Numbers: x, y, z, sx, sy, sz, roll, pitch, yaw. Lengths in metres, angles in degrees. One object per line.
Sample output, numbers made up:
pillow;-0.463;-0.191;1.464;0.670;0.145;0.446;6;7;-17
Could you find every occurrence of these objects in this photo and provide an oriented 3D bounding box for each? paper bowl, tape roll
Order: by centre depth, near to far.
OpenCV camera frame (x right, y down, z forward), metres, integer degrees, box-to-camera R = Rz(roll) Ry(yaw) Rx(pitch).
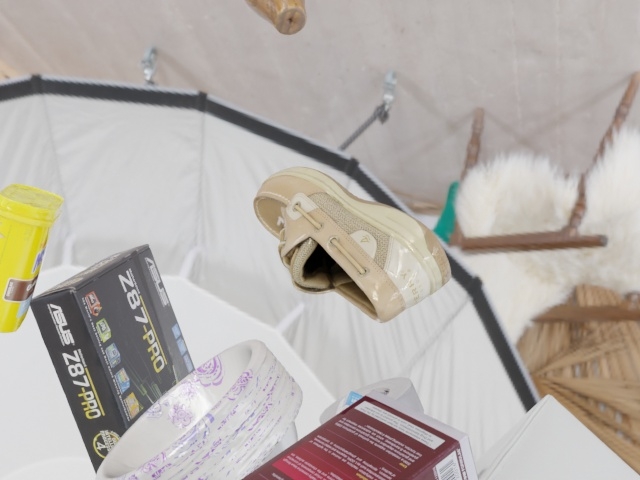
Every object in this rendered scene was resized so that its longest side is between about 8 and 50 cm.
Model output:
paper bowl;-0.145;0.276;1.052;0.148;0.284;0.284;52;147;-11
tape roll;0.109;0.375;1.700;0.219;0.219;0.072;-20;95;55

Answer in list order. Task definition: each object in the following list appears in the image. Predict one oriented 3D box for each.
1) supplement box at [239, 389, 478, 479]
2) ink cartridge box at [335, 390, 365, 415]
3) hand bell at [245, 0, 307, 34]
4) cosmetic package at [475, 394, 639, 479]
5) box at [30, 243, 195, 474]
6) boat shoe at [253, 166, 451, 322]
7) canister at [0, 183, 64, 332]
supplement box;0.005;0.231;0.662;0.130;0.239;0.073;15;126;53
ink cartridge box;0.047;0.339;1.387;0.052;0.122;0.088;22;152;-2
hand bell;-0.056;-0.212;0.520;0.126;0.242;0.126;-13;141;-11
cosmetic package;0.280;0.480;0.957;0.394;0.327;0.329;44;126;15
box;-0.332;0.232;1.387;0.097;0.394;0.318;-16;-172;11
boat shoe;0.000;0.000;0.931;0.341;0.110;0.121;23;146;54
canister;-0.396;0.022;1.020;0.073;0.169;0.126;18;-171;-14
